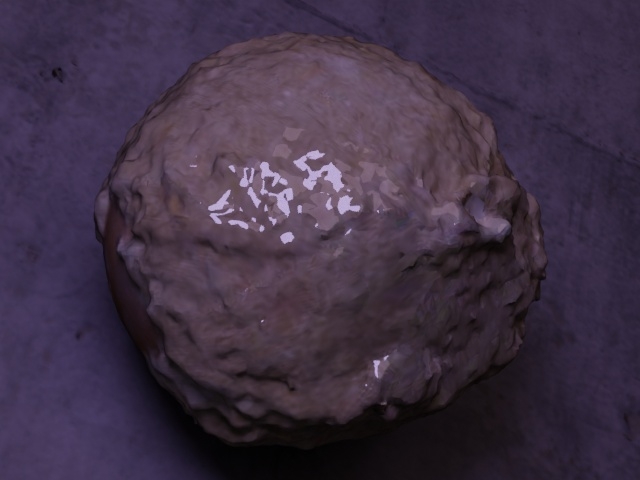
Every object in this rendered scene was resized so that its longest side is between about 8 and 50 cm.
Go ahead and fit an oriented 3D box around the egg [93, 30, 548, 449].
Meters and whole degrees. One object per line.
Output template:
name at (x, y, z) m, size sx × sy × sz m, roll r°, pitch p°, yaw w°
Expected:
egg at (0.000, 0.000, 1.191) m, size 0.310 × 0.279 × 0.279 m, roll -2°, pitch 55°, yaw -50°
